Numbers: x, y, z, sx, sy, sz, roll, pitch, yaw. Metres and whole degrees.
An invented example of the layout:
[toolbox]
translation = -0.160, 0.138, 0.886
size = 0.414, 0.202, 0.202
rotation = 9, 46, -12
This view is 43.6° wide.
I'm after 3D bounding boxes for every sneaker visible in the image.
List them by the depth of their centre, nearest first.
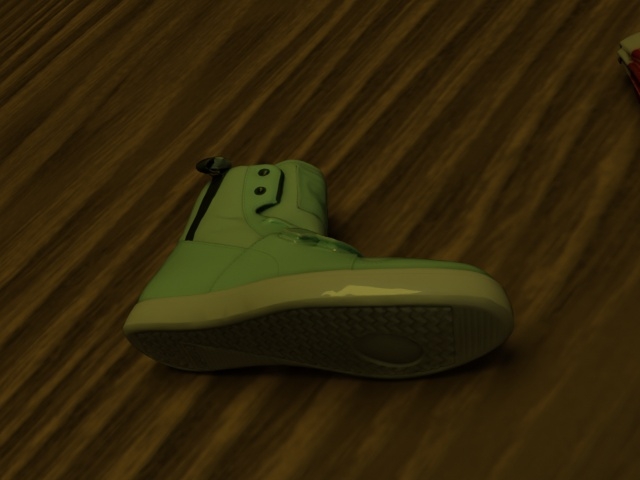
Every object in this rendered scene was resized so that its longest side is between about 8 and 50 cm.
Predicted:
[sneaker]
translation = -0.001, 0.000, 0.492
size = 0.256, 0.094, 0.151
rotation = -4, 53, 33

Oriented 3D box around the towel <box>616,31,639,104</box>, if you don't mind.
[towel]
translation = 0.297, -0.078, 0.380
size = 0.237, 0.037, 0.329
rotation = -24, 31, 18
